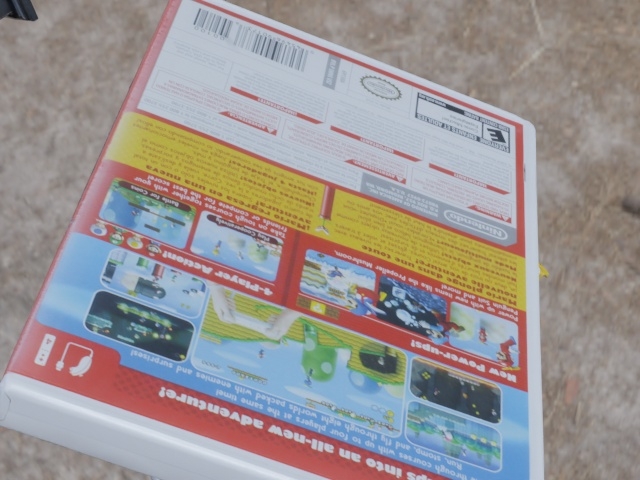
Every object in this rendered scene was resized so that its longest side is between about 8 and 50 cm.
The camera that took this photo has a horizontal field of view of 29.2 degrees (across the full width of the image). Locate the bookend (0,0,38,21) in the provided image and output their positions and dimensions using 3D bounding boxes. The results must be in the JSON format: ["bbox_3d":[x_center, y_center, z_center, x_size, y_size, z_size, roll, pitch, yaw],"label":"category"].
[{"bbox_3d":[-0.355,-0.191,1.052,0.157,0.072,0.156,14,45,42],"label":"bookend"}]

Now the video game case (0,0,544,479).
[{"bbox_3d":[0.000,0.000,0.537,0.204,0.025,0.285,20,39,-8],"label":"video game case"}]

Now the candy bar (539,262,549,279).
[{"bbox_3d":[0.067,0.060,0.687,0.040,0.018,0.161,43,80,-1],"label":"candy bar"}]

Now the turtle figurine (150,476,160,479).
[{"bbox_3d":[-0.080,0.357,1.336,0.274,0.198,0.266,12,80,23],"label":"turtle figurine"}]
